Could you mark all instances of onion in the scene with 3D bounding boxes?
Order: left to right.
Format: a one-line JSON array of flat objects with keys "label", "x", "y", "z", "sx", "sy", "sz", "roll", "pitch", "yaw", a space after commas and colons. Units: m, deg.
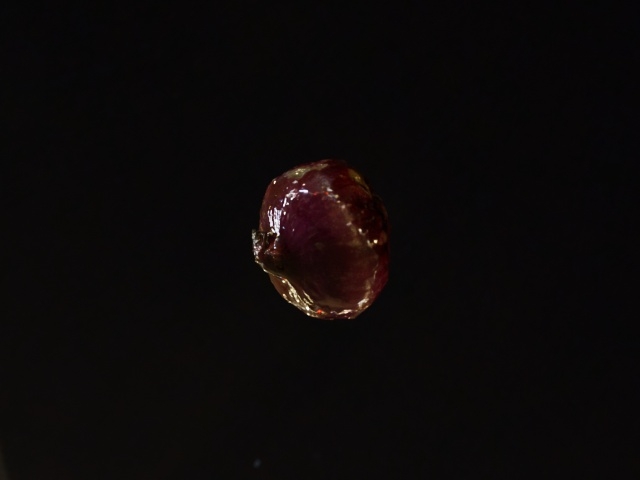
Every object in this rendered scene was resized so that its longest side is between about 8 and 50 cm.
[{"label": "onion", "x": 0.000, "y": 0.000, "z": 1.083, "sx": 0.107, "sy": 0.097, "sz": 0.107, "roll": 42, "pitch": -42, "yaw": 52}]
